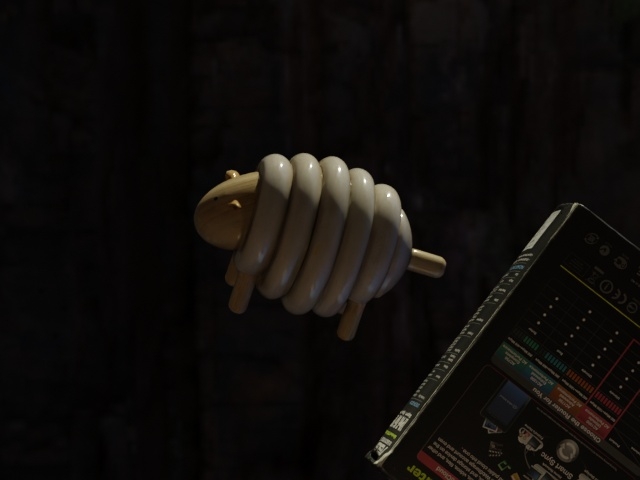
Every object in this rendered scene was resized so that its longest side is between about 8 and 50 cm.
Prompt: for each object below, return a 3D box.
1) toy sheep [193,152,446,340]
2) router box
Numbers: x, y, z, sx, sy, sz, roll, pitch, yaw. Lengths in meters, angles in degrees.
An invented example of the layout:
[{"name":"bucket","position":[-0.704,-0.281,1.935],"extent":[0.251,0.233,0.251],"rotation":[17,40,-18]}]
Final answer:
[{"name":"toy sheep","position":[0.000,0.000,0.745],"extent":[0.091,0.132,0.091],"rotation":[-167,-90,-76]},{"name":"router box","position":[0.088,0.063,0.408],"extent":[0.092,0.122,0.038],"rotation":[-52,180,-6]}]
